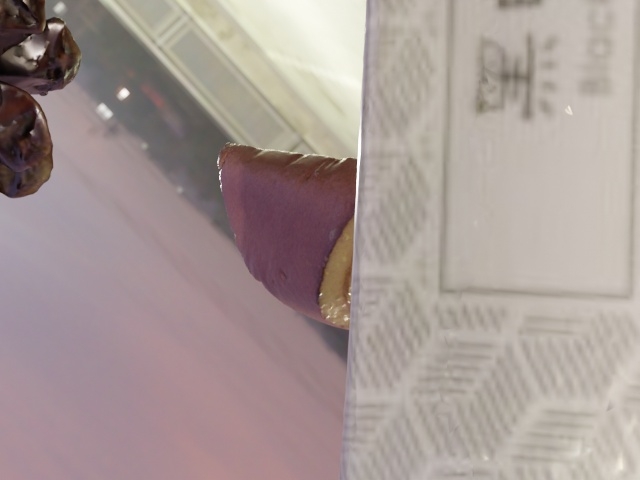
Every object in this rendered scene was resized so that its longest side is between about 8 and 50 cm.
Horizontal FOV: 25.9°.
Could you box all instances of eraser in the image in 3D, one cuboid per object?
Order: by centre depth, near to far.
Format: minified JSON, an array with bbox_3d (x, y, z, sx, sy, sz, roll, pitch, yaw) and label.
[{"bbox_3d":[0.059,-0.029,0.419,0.096,0.404,0.098,3,177,5],"label":"eraser"}]

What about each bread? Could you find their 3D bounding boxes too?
[{"bbox_3d":[-0.001,0.000,0.882,0.192,0.067,0.119,10,107,57],"label":"bread"}]

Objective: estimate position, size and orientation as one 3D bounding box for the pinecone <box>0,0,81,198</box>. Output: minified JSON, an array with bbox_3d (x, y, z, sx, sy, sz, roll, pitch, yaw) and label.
[{"bbox_3d":[-0.145,-0.063,0.457,0.140,0.140,0.121,47,-151,-29],"label":"pinecone"}]
